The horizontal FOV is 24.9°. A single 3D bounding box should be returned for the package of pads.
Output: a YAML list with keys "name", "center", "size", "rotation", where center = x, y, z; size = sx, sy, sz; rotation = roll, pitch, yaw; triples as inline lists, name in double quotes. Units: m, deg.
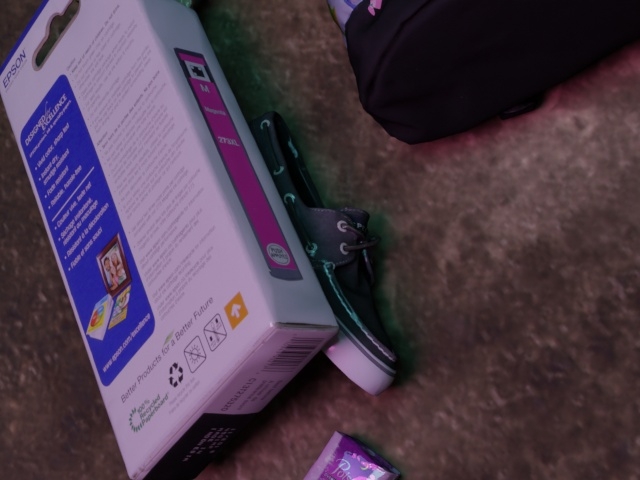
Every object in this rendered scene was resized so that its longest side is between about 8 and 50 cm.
- name: "package of pads"
  center: [0.010, 0.173, 0.961]
  size: [0.050, 0.032, 0.083]
  rotation: [35, 90, 25]

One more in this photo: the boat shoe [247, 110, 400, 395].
- name: "boat shoe"
  center: [0.000, 0.000, 0.997]
  size: [0.076, 0.080, 0.228]
  rotation: [-40, 56, 10]

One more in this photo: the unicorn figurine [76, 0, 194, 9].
- name: "unicorn figurine"
  center: [-0.149, -0.228, 1.141]
  size: [0.161, 0.060, 0.111]
  rotation: [23, 84, 11]

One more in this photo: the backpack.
- name: "backpack"
  center: [0.091, -0.295, 0.964]
  size: [0.290, 0.273, 0.356]
  rotation: [-25, 55, 21]

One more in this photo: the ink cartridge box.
- name: "ink cartridge box"
  center: [-0.123, -0.035, 1.015]
  size: [0.176, 0.069, 0.371]
  rotation: [-47, 54, 33]
